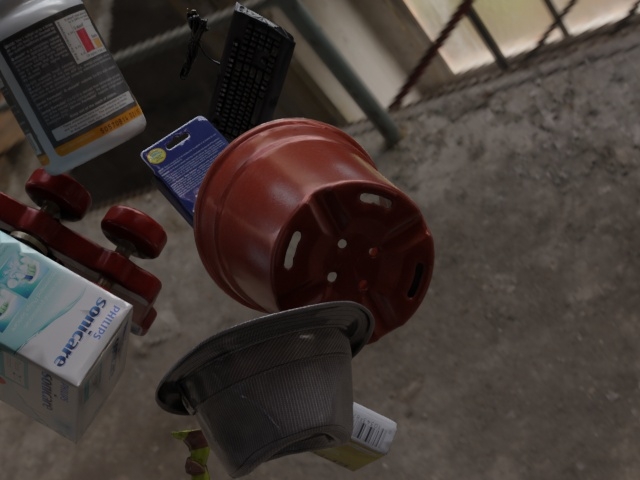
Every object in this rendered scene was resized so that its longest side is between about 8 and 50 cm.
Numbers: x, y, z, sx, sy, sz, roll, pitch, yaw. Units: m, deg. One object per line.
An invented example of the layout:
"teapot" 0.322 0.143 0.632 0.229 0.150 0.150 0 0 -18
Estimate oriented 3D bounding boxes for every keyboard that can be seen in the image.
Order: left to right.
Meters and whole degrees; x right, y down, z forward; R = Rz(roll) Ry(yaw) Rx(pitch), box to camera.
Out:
"keyboard" -0.162 -0.292 2.018 0.201 0.317 0.033 30 54 5

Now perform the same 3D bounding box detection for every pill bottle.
"pill bottle" -0.371 -0.243 1.595 0.162 0.278 0.162 -26 11 5

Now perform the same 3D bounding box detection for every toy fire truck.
"toy fire truck" -0.382 0.038 1.760 0.169 0.302 0.254 -65 5 -25

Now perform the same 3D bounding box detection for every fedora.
"fedora" -0.045 0.174 1.228 0.275 0.243 0.124 -49 55 59

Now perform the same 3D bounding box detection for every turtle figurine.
"turtle figurine" -0.182 0.397 1.762 0.087 0.269 0.217 -9 81 5

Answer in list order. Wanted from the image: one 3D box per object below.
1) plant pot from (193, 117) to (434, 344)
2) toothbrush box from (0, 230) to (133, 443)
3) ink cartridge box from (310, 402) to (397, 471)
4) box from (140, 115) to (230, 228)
"plant pot" 0.000 0.000 1.439 0.272 0.272 0.265 -46 22 -2
"toothbrush box" -0.386 0.096 1.401 0.295 0.216 0.126 29 61 2
"ink cartridge box" -0.053 0.294 1.938 0.307 0.303 0.072 121 173 -66
"box" -0.163 -0.078 1.798 0.136 0.225 0.036 -37 -8 -30
